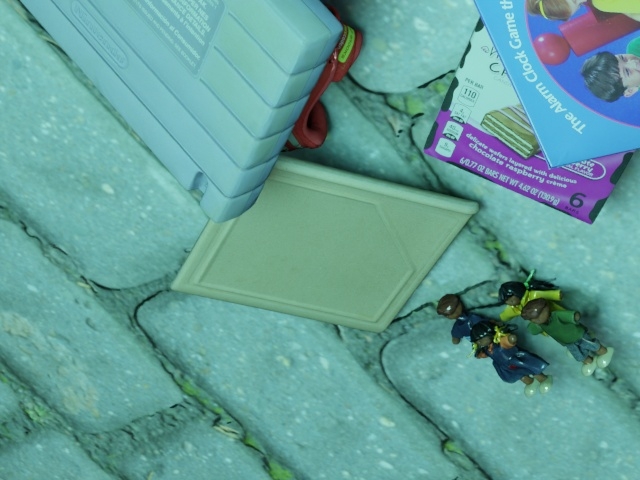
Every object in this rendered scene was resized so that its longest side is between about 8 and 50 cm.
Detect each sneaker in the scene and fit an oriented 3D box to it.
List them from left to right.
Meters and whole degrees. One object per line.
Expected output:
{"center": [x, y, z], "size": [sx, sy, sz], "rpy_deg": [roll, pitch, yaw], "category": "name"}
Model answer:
{"center": [-0.022, -0.184, 1.355], "size": [0.118, 0.107, 0.279], "rpy_deg": [3, 139, -3], "category": "sneaker"}

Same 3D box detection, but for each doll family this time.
{"center": [0.181, 0.084, 1.519], "size": [0.111, 0.076, 0.193], "rpy_deg": [36, 139, -18], "category": "doll family"}

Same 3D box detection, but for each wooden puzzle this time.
{"center": [0.000, 0.000, 1.508], "size": [0.221, 0.044, 0.239], "rpy_deg": [13, 143, -19], "category": "wooden puzzle"}

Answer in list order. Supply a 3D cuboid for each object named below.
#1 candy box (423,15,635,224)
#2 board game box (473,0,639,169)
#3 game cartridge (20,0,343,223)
{"center": [0.194, -0.136, 1.299], "size": [0.159, 0.071, 0.233], "rpy_deg": [23, 136, 3], "category": "candy box"}
{"center": [0.206, -0.229, 1.106], "size": [0.233, 0.078, 0.347], "rpy_deg": [-12, 122, 29], "category": "board game box"}
{"center": [-0.140, -0.212, 1.290], "size": [0.355, 0.068, 0.230], "rpy_deg": [49, 136, 16], "category": "game cartridge"}
